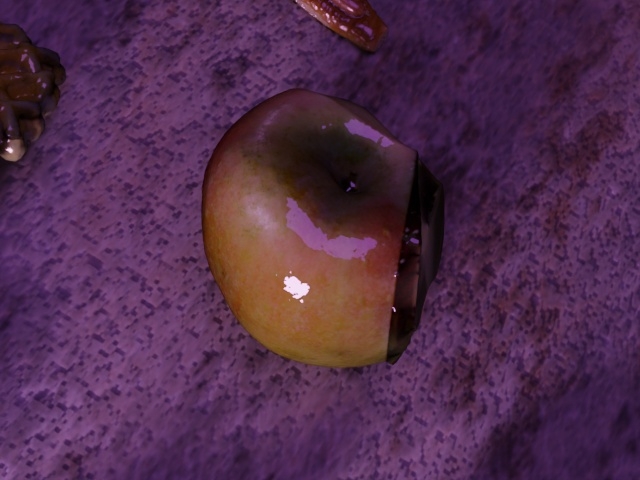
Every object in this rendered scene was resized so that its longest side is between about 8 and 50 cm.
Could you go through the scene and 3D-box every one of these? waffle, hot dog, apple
[{"bbox_3d":[-0.303,-0.124,0.853,0.204,0.054,0.223,27,39,-3],"label":"waffle"},{"bbox_3d":[0.003,-0.217,0.991,0.137,0.028,0.044,39,62,5],"label":"hot dog"},{"bbox_3d":[0.000,0.000,0.833,0.173,0.188,0.207,-25,71,-22],"label":"apple"}]
